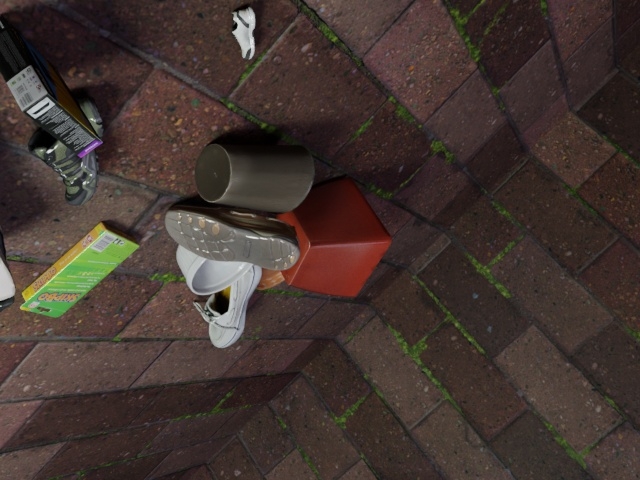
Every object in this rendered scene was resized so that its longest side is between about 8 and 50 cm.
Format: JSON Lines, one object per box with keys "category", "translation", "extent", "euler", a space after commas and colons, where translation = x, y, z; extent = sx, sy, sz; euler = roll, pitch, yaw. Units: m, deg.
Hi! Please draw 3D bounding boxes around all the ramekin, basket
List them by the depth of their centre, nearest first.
{"category": "basket", "translation": [-0.160, -0.146, 1.395], "extent": [0.227, 0.154, 0.204], "euler": [-1, 154, -48]}
{"category": "ramekin", "translation": [-0.276, 0.034, 1.583], "extent": [0.207, 0.109, 0.207], "euler": [-32, 154, -18]}

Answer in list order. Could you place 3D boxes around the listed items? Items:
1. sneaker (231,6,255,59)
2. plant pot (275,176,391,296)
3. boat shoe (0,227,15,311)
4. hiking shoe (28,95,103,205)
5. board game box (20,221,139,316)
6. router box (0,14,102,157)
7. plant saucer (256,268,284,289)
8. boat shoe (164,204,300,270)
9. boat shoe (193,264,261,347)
{"category": "sneaker", "translation": [-0.146, -0.387, 1.138], "extent": [0.044, 0.040, 0.109], "euler": [-14, 145, -15]}
{"category": "plant pot", "translation": [0.000, 0.000, 1.764], "extent": [0.236, 0.267, 0.267], "euler": [-6, 140, -34]}
{"category": "boat shoe", "translation": [-0.601, -0.049, 0.984], "extent": [0.127, 0.158, 0.340], "euler": [-19, 121, -30]}
{"category": "hiking shoe", "translation": [-0.451, -0.154, 1.063], "extent": [0.114, 0.086, 0.226], "euler": [-5, 135, -31]}
{"category": "board game box", "translation": [-0.540, 0.071, 1.357], "extent": [0.259, 0.039, 0.124], "euler": [-43, 155, 1]}
{"category": "router box", "translation": [-0.402, -0.219, 0.876], "extent": [0.046, 0.179, 0.133], "euler": [-36, 157, -2]}
{"category": "plant saucer", "translation": [-0.140, 0.078, 1.940], "extent": [0.200, 0.037, 0.200], "euler": [-33, 155, -18]}
{"category": "boat shoe", "translation": [-0.205, -0.020, 1.448], "extent": [0.325, 0.116, 0.123], "euler": [17, 126, -8]}
{"category": "boat shoe", "translation": [-0.298, 0.198, 1.802], "extent": [0.157, 0.136, 0.367], "euler": [-15, 143, -44]}
